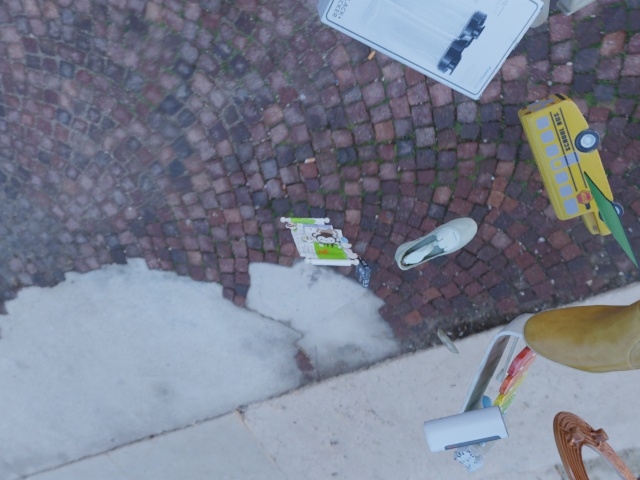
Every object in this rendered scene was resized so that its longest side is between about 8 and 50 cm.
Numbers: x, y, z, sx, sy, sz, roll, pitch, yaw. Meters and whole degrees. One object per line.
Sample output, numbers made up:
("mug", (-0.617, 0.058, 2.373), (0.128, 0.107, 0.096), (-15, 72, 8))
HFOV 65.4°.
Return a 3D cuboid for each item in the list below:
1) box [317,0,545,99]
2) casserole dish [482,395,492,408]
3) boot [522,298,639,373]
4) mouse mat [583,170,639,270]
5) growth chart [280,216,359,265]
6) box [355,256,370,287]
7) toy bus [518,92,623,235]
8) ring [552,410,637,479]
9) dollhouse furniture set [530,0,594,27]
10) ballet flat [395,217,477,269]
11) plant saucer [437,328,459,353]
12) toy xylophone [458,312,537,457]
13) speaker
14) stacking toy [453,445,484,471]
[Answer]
("box", (0.160, -0.353, 0.748), (0.290, 0.087, 0.169), (18, 125, -19))
("casserole dish", (0.591, 0.633, 1.758), (0.037, 0.188, 0.114), (-4, 127, 12))
("boot", (0.406, 0.096, 0.625), (0.295, 0.104, 0.211), (3, 151, 28))
("mouse mat", (0.574, -0.043, 0.987), (0.007, 0.190, 0.153), (-26, 113, 21))
("growth chart", (0.000, 0.000, 1.389), (0.172, 0.237, 0.021), (-4, 126, -21))
("box", (0.141, 0.106, 1.660), (0.018, 0.067, 0.083), (-14, 133, -19))
("toy bus", (0.577, -0.166, 1.147), (0.130, 0.108, 0.333), (-21, 107, 21))
("ring", (0.484, 0.419, 0.770), (0.336, 0.336, 0.032), (43, 115, -12))
("dollhouse furniture set", (0.516, -0.709, 1.155), (0.303, 0.355, 0.174), (-28, 153, 7))
("ballet flat", (0.320, 0.015, 1.397), (0.248, 0.086, 0.086), (-29, 109, 24))
("plant saucer", (0.342, 0.276, 1.350), (0.015, 0.083, 0.083), (-37, 107, -2))
("toy xylophone", (0.384, 0.272, 1.017), (0.081, 0.236, 0.323), (30, 127, 32))
("speaker", (0.252, 0.329, 0.871), (0.136, 0.055, 0.055), (-18, 112, 15))
("stacking toy", (0.212, 0.492, 0.914), (0.052, 0.167, 0.221), (41, 117, -4))
